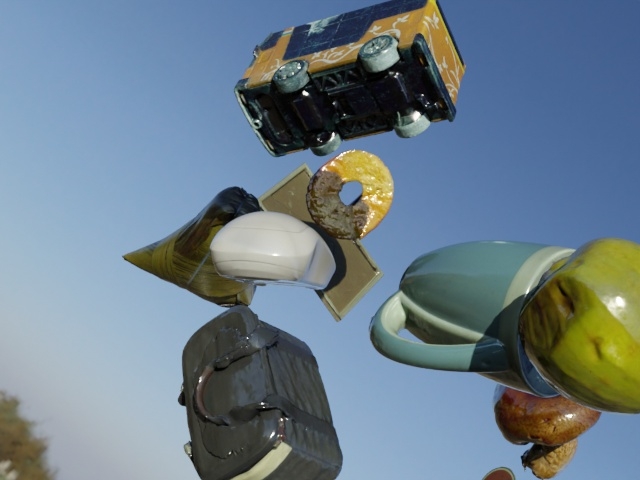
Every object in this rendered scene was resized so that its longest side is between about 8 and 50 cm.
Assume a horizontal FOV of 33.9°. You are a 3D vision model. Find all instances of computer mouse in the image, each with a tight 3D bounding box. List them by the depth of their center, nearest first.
[{"bbox_3d":[-0.080,0.016,1.753,0.184,0.121,0.297,1,-5,16],"label":"computer mouse"}]

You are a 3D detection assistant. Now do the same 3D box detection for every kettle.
[{"bbox_3d":[0.253,0.126,1.805,0.342,0.319,0.247,12,-58,45],"label":"kettle"}]

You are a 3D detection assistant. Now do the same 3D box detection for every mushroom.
[{"bbox_3d":[0.493,0.350,2.229,0.267,0.267,0.254,25,-17,41],"label":"mushroom"}]

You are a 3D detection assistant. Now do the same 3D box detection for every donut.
[{"bbox_3d":[0.055,-0.093,2.149,0.174,0.190,0.074,33,-7,-10],"label":"donut"}]

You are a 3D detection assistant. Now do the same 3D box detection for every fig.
[{"bbox_3d":[0.421,0.134,1.482,0.271,0.239,0.239,41,-19,6],"label":"fig"}]

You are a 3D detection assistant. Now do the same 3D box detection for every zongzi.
[{"bbox_3d":[-0.267,-0.004,2.099,0.300,0.138,0.286,16,-44,10],"label":"zongzi"}]

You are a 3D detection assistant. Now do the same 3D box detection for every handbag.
[{"bbox_3d":[-0.094,0.227,1.419,0.181,0.181,0.254,36,29,-42],"label":"handbag"}]

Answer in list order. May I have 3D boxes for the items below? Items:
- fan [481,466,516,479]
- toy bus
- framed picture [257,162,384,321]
[{"bbox_3d":[0.260,0.357,1.472,0.005,0.085,0.133,32,-26,-22],"label":"fan"},{"bbox_3d":[0.049,-0.257,1.635,0.323,0.194,0.162,-9,-51,29],"label":"toy bus"},{"bbox_3d":[0.000,0.000,2.445,0.022,0.247,0.335,-32,-84,37],"label":"framed picture"}]
